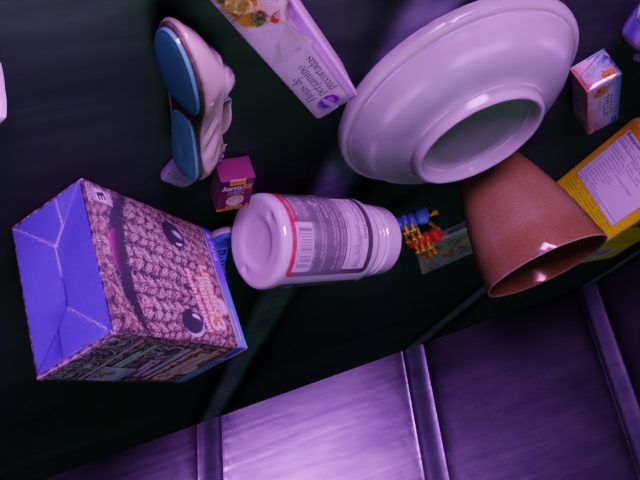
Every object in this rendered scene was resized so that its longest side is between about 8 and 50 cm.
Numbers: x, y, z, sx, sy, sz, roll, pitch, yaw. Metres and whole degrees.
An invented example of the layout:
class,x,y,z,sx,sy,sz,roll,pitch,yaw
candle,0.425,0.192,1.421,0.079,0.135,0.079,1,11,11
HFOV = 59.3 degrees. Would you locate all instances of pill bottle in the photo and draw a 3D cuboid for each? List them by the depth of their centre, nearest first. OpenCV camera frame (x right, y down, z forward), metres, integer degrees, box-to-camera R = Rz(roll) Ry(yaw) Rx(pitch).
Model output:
class,x,y,z,sx,sy,sz,roll,pitch,yaw
pill bottle,0.000,0.000,1.007,0.283,0.161,0.161,-1,149,-41

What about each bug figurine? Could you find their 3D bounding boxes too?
class,x,y,z,sx,sy,sz,roll,pitch,yaw
bug figurine,0.174,-0.003,1.266,0.216,0.072,0.279,-21,162,14

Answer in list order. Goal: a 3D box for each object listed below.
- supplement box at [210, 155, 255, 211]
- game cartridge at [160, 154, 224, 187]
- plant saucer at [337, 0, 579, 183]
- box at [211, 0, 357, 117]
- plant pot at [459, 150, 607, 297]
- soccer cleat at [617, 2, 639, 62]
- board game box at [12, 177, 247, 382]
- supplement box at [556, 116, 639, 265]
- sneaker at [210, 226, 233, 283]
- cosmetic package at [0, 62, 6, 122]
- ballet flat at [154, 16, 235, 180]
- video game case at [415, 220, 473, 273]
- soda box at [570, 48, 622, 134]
class,x,y,z,sx,sy,sz,roll,pitch,yaw
supplement box,-0.134,-0.085,0.855,0.055,0.043,0.083,-11,154,-20
game cartridge,-0.185,-0.107,0.800,0.083,0.017,0.056,-32,158,22
plant saucer,0.227,-0.189,0.879,0.400,0.100,0.400,-18,156,-8
box,-0.052,-0.233,0.581,0.063,0.067,0.324,-28,157,15
plant pot,0.382,-0.054,1.106,0.237,0.254,0.237,-18,156,-8
soccer cleat,0.598,-0.342,0.883,0.289,0.093,0.121,-10,147,-27
board game box,-0.274,0.077,0.846,0.141,0.232,0.291,-30,156,17
supplement box,0.726,-0.107,1.367,0.195,0.194,0.356,-6,152,-31
sneaker,-0.186,0.043,1.034,0.058,0.084,0.152,-2,149,-38
cosmetic package,-0.402,-0.139,0.459,0.117,0.085,0.231,-32,153,21
ballet flat,-0.138,-0.166,0.654,0.086,0.086,0.248,-14,157,-18
video game case,0.358,0.011,1.514,0.206,0.026,0.227,-24,157,5
soda box,0.491,-0.260,1.005,0.063,0.058,0.183,-29,156,16
